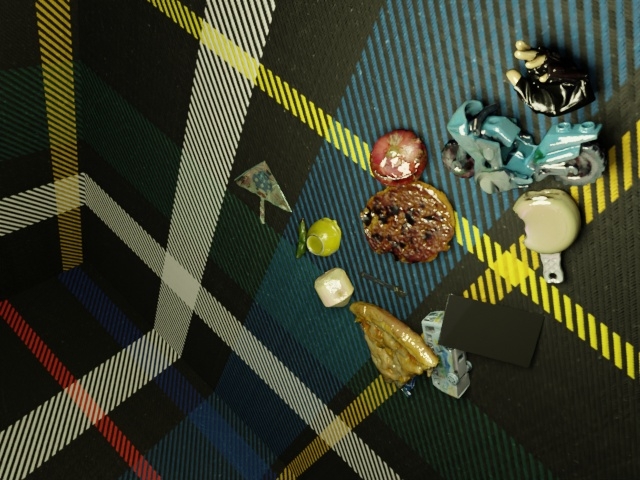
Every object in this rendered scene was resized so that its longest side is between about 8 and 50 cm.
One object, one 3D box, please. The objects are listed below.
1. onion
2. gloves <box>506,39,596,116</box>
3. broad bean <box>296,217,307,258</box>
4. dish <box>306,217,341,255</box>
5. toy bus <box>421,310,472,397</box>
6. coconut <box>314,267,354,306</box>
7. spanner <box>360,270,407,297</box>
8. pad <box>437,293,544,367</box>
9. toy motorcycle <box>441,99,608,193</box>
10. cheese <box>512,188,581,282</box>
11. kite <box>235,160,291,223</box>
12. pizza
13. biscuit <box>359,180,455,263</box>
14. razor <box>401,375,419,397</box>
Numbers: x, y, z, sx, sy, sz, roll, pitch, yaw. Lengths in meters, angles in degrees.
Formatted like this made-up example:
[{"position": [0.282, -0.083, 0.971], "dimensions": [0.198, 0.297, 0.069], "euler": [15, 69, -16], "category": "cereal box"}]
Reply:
[{"position": [0.247, -0.254, 1.335], "dimensions": [0.183, 0.147, 0.184], "euler": [-1, 87, 15], "category": "onion"}, {"position": [0.534, -0.393, 1.007], "dimensions": [0.203, 0.124, 0.164], "euler": [57, 154, -15], "category": "gloves"}, {"position": [-0.078, 0.004, 1.797], "dimensions": [0.046, 0.061, 0.196], "euler": [1, 120, -7], "category": "broad bean"}, {"position": [0.000, 0.000, 1.717], "dimensions": [0.148, 0.080, 0.208], "euler": [41, 136, 12], "category": "dish"}, {"position": [0.469, 0.414, 1.572], "dimensions": [0.135, 0.109, 0.330], "euler": [10, 121, 48], "category": "toy bus"}, {"position": [0.061, 0.203, 1.748], "dimensions": [0.147, 0.147, 0.153], "euler": [-25, 96, 45], "category": "coconut"}, {"position": [0.246, 0.172, 1.666], "dimensions": [0.208, 0.012, 0.046], "euler": [24, 129, 27], "category": "spanner"}, {"position": [0.558, 0.299, 1.408], "dimensions": [0.299, 0.005, 0.202], "euler": [11, 110, 15], "category": "pad"}, {"position": [0.486, -0.246, 1.080], "dimensions": [0.416, 0.172, 0.232], "euler": [16, 143, 43], "category": "toy motorcycle"}, {"position": [0.639, -0.005, 1.191], "dimensions": [0.163, 0.082, 0.287], "euler": [3, 118, 39], "category": "cheese"}, {"position": [-0.254, -0.209, 1.846], "dimensions": [0.335, 0.011, 0.315], "euler": [29, 131, 24], "category": "kite"}, {"position": [0.255, 0.390, 1.672], "dimensions": [0.392, 0.080, 0.435], "euler": [54, 151, 17], "category": "pizza"}, {"position": [0.297, -0.060, 1.440], "dimensions": [0.333, 0.081, 0.290], "euler": [-15, 105, 39], "category": "biscuit"}, {"position": [0.388, 0.540, 1.716], "dimensions": [0.093, 0.056, 0.324], "euler": [51, 152, 25], "category": "razor"}]
